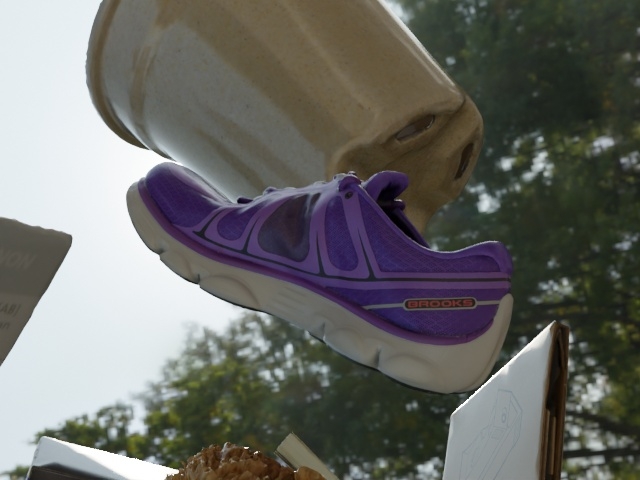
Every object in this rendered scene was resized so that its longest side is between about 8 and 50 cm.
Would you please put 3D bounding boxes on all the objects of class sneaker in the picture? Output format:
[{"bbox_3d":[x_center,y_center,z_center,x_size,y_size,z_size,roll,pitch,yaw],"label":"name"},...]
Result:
[{"bbox_3d":[0.000,0.000,0.419,0.068,0.170,0.071,21,-89,-62],"label":"sneaker"}]

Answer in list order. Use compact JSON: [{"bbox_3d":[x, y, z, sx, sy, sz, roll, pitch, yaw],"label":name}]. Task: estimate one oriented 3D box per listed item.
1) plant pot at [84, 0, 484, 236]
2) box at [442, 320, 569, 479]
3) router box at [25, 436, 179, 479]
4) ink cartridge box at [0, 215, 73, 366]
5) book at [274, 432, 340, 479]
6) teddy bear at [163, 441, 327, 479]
[{"bbox_3d":[-0.016,-0.139,1.093,0.305,0.334,0.334,47,-159,29],"label":"plant pot"},{"bbox_3d":[0.154,0.184,0.937,0.021,0.201,0.164,20,-127,-9],"label":"box"},{"bbox_3d":[-0.099,0.308,0.815,0.309,0.081,0.243,16,-88,-11],"label":"router box"},{"bbox_3d":[-0.316,0.105,0.411,0.091,0.385,0.308,42,-168,27],"label":"ink cartridge box"},{"bbox_3d":[0.012,0.307,1.364,0.144,0.035,0.096,40,173,17],"label":"book"},{"bbox_3d":[-0.007,0.271,0.640,0.113,0.245,0.338,-50,-32,-34],"label":"teddy bear"}]
